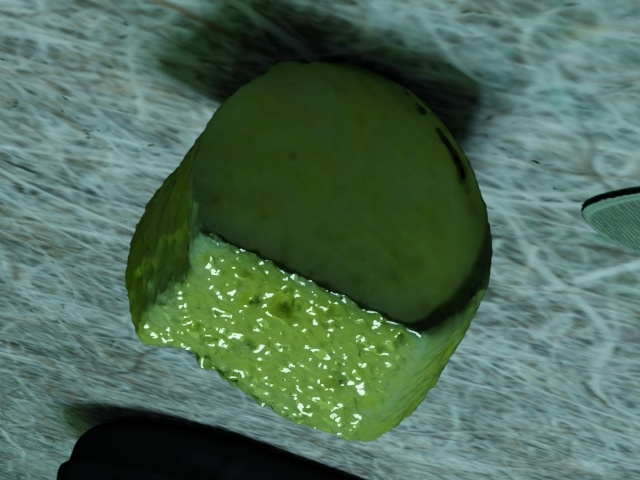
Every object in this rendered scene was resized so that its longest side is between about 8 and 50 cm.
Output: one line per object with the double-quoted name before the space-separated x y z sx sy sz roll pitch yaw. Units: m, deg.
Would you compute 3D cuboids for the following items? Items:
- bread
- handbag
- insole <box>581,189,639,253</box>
"bread" 0.000 0.000 0.657 0.129 0.111 0.114 21 157 -6
"handbag" -0.053 0.221 1.368 0.308 0.093 0.254 21 163 -12
"insole" 0.199 -0.001 0.643 0.232 0.003 0.080 1 156 39
